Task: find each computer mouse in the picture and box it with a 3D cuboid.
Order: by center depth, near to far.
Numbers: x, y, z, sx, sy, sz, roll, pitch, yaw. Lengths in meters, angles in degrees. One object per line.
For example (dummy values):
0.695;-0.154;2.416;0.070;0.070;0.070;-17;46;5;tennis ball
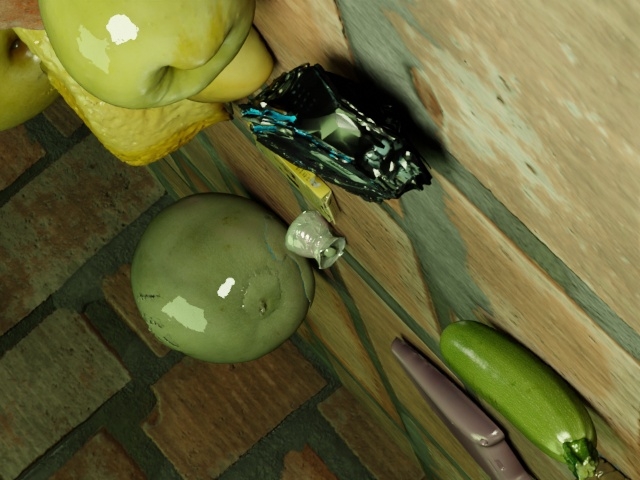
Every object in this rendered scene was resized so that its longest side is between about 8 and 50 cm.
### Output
0.015;-0.095;1.283;0.146;0.078;0.241;31;175;-28;computer mouse

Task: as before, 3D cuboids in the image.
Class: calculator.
0.187;0.241;2.151;0.194;0.043;0.294;54;173;-37;calculator

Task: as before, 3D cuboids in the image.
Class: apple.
-0.151;-0.206;1.321;0.200;0.200;0.200;48;173;8;apple

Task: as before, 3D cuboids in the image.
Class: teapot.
0.000;0.000;2.008;0.064;0.064;0.083;38;-159;25;teapot

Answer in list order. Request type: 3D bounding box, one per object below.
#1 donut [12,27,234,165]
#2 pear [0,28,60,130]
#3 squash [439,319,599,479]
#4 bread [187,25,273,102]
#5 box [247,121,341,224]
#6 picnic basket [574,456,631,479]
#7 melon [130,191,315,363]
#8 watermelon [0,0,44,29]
-0.292;-0.265;1.871;0.435;0.163;0.377;54;175;-33;donut
-0.545;-0.332;2.441;0.348;0.348;0.348;48;173;8;pear
0.198;0.146;1.491;0.252;0.066;0.066;43;170;48;squash
-0.130;-0.200;1.582;0.147;0.098;0.217;47;175;-12;bread
-0.030;-0.085;1.868;0.149;0.020;0.073;47;171;22;box
0.328;0.312;1.615;0.193;0.055;0.110;57;170;-34;picnic basket
-0.154;0.061;2.404;0.330;0.268;0.268;25;156;55;melon
-0.324;-0.338;1.599;0.318;0.226;0.148;39;153;9;watermelon
